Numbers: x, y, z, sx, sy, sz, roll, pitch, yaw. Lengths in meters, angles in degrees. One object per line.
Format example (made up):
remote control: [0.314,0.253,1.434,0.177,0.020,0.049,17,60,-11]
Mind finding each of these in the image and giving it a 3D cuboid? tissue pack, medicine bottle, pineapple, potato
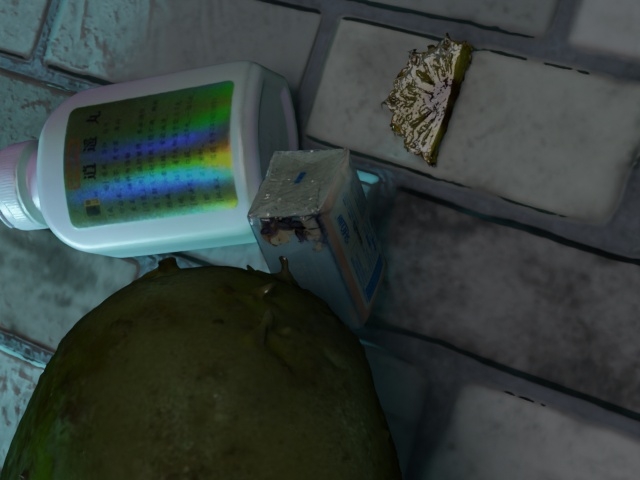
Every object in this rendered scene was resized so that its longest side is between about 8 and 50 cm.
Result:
tissue pack: [0.000,0.000,0.759,0.059,0.094,0.074,-4,38,23]
medicine bottle: [-0.124,-0.049,0.845,0.219,0.078,0.115,-7,82,26]
pineapple: [0.065,-0.092,0.791,0.045,0.019,0.083,21,95,24]
potato: [-0.059,0.196,0.663,0.270,0.219,0.359,122,145,-50]
